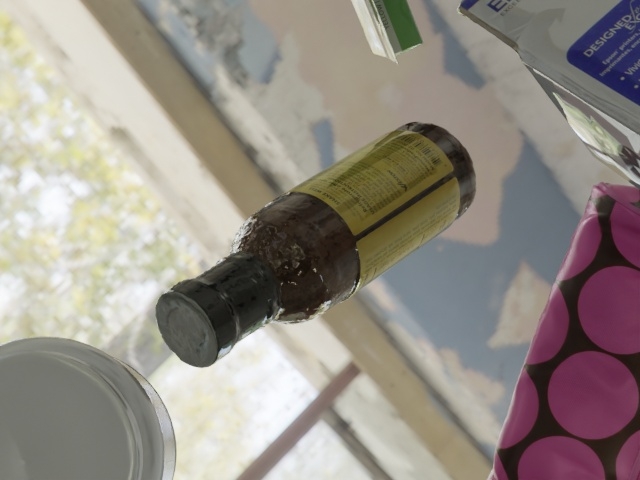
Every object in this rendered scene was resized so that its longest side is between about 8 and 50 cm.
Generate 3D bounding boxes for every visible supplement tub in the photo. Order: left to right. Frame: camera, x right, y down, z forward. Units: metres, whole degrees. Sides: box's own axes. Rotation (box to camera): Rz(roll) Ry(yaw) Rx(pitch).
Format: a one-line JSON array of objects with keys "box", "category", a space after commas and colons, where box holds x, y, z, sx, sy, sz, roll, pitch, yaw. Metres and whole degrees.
[{"box": [-0.165, 0.134, 0.845, 0.144, 0.144, 0.199, 44, -7, 4], "category": "supplement tub"}]

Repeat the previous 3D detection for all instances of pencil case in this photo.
[{"box": [0.175, 0.073, 0.812, 0.098, 0.209, 0.095, 22, 8, 41], "category": "pencil case"}]

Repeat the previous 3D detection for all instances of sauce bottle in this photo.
[{"box": [0.000, 0.000, 1.190, 0.111, 0.344, 0.111, 22, -54, 34], "category": "sauce bottle"}]

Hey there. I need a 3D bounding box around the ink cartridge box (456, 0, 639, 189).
[{"box": [0.211, -0.060, 0.509, 0.332, 0.165, 0.065, 46, -4, 47], "category": "ink cartridge box"}]

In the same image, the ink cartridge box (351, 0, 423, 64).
[{"box": [0.064, -0.292, 1.559, 0.235, 0.056, 0.171, -123, -170, -78], "category": "ink cartridge box"}]
